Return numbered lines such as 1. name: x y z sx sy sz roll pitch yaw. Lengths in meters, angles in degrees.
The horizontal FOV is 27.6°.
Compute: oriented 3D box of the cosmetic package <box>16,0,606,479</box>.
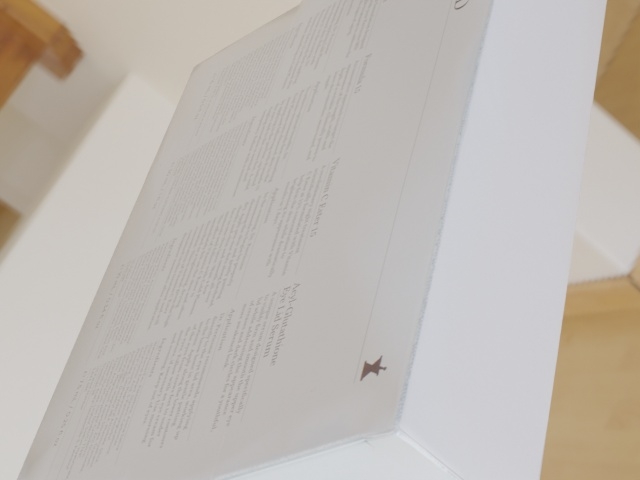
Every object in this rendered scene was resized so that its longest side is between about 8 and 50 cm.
1. cosmetic package: 0.000 0.000 0.706 0.284 0.097 0.377 -26 35 41
